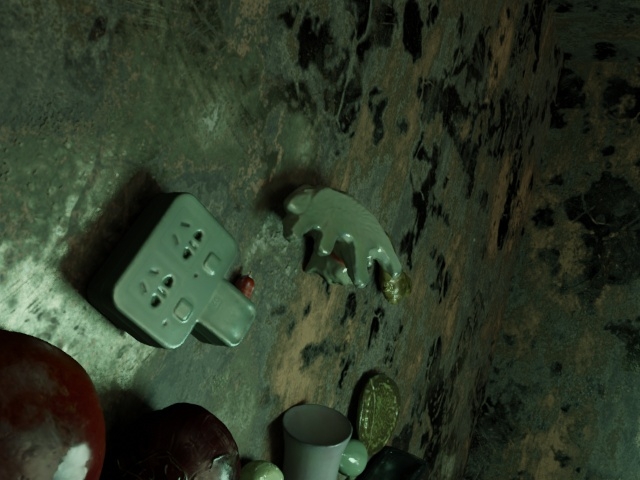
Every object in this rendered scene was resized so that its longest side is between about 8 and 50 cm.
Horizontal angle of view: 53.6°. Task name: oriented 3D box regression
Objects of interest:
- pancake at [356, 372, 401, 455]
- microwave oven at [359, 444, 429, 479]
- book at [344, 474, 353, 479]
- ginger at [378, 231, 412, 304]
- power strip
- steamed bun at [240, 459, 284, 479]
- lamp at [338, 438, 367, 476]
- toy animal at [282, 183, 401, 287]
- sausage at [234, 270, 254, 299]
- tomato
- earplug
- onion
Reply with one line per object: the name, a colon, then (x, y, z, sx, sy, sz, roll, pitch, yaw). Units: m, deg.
pancake: (0.176, 0.528, 1.924, 0.250, 0.031, 0.250, -6, 98, -54)
microwave oven: (0.222, 0.805, 2.025, 0.247, 0.178, 0.188, -37, 130, -48)
book: (0.028, 0.695, 1.642, 0.162, 0.022, 0.232, -48, 171, -7)
ginger: (0.209, 0.087, 1.847, 0.148, 0.081, 0.334, -62, 147, -33)
power strip: (-0.244, 0.077, 1.090, 0.261, 0.141, 0.230, 51, 56, -36)
steamed bun: (-0.145, 0.551, 1.420, 0.130, 0.090, 0.113, -8, 99, -57)
lamp: (0.059, 0.599, 1.774, 0.193, 0.106, 0.106, 38, 67, -45)
toy animal: (0.000, 0.000, 1.441, 0.307, 0.188, 0.266, -18, 95, -44)
sausage: (-0.169, 0.128, 1.281, 0.145, 0.048, 0.050, -68, 153, -21)
tomato: (-0.410, 0.285, 0.788, 0.289, 0.176, 0.335, 44, 61, -42)
earplug: (-0.030, 0.582, 1.571, 0.172, 0.172, 0.301, -18, 122, -55)
onion: (-0.266, 0.412, 1.066, 0.221, 0.281, 0.281, 48, 46, -1)
